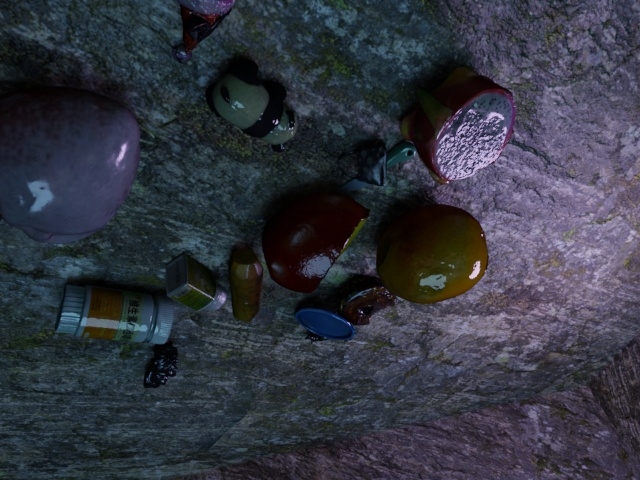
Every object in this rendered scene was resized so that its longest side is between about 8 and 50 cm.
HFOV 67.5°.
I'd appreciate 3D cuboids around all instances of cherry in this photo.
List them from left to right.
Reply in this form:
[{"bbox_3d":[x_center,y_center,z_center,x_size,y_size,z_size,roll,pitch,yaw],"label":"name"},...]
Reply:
[{"bbox_3d":[-0.547,-0.153,1.012,0.334,0.291,0.327,-17,122,-24],"label":"cherry"}]

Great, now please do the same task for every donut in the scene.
[{"bbox_3d":[0.160,0.223,1.805,0.216,0.096,0.230,19,127,-31],"label":"donut"}]

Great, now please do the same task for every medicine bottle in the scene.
[{"bbox_3d":[-0.631,0.228,1.475,0.317,0.158,0.158,14,128,-30],"label":"medicine bottle"},{"bbox_3d":[-0.386,0.145,1.496,0.088,0.132,0.188,-33,137,14],"label":"medicine bottle"}]

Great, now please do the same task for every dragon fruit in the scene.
[{"bbox_3d":[0.361,-0.315,1.262,0.290,0.189,0.291,-17,138,-15],"label":"dragon fruit"}]

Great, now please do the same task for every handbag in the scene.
[{"bbox_3d":[0.118,-0.217,1.348,0.139,0.072,0.115,4,117,9],"label":"handbag"}]

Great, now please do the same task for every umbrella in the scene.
[{"bbox_3d":[-0.594,0.478,1.795,0.110,0.122,0.273,35,132,8],"label":"umbrella"}]

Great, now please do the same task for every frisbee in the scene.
[{"bbox_3d":[0.019,0.308,1.822,0.241,0.045,0.242,15,150,9],"label":"frisbee"}]

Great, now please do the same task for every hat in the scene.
[{"bbox_3d":[-0.251,-0.439,0.952,0.128,0.140,0.227,17,141,-20],"label":"hat"}]

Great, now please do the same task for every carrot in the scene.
[{"bbox_3d":[-0.243,0.148,1.567,0.113,0.114,0.302,-7,139,-13],"label":"carrot"}]

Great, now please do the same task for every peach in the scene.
[{"bbox_3d":[0.000,0.000,1.395,0.337,0.281,0.281,-18,138,-1],"label":"peach"},{"bbox_3d":[0.369,0.052,1.550,0.371,0.290,0.373,-3,103,-13],"label":"peach"}]

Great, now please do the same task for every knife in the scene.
[{"bbox_3d":[0.166,-0.205,1.412,0.260,0.035,0.063,-32,137,21],"label":"knife"}]

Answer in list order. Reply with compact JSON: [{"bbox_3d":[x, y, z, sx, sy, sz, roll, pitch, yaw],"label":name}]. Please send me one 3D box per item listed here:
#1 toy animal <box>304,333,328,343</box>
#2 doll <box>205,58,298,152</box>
[{"bbox_3d":[0.000,0.391,1.959,0.135,0.047,0.065,-12,146,-16],"label":"toy animal"},{"bbox_3d":[-0.152,-0.306,1.112,0.143,0.135,0.234,-38,139,23],"label":"doll"}]
